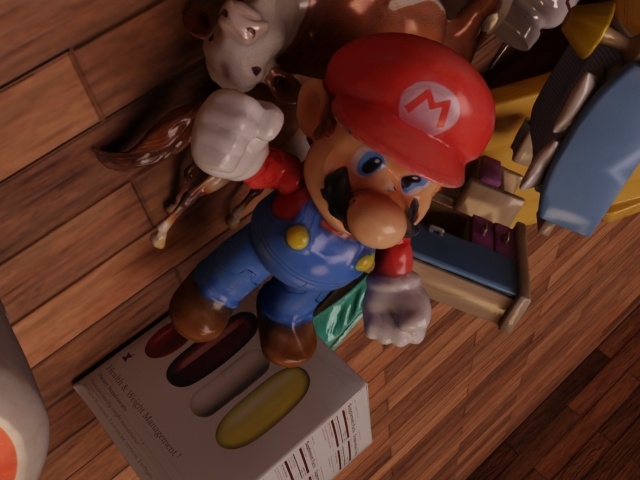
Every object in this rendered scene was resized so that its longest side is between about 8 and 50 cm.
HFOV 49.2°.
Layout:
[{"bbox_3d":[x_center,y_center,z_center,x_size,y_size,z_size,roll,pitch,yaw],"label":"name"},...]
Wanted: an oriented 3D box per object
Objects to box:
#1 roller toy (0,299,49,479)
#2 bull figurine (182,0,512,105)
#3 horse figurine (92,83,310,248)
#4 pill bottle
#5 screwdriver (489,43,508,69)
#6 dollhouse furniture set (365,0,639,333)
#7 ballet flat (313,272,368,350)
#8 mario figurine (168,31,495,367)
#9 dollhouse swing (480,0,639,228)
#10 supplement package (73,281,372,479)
[{"bbox_3d":[-0.277,0.104,0.417,0.209,0.146,0.191,-39,140,-6],"label":"roller toy"},{"bbox_3d":[0.042,-0.187,0.539,0.310,0.101,0.188,-6,141,-53],"label":"bull figurine"},{"bbox_3d":[-0.053,-0.072,0.592,0.174,0.066,0.263,-53,153,21],"label":"horse figurine"},{"bbox_3d":[0.234,-0.276,0.714,0.152,0.086,0.086,-53,149,6],"label":"pill bottle"},{"bbox_3d":[0.247,-0.271,0.807,0.170,0.024,0.025,-56,178,24],"label":"screwdriver"},{"bbox_3d":[0.159,-0.121,0.673,0.286,0.198,0.303,-69,-179,-56],"label":"dollhouse furniture set"},{"bbox_3d":[0.040,0.043,0.810,0.247,0.087,0.083,-45,-167,7],"label":"ballet flat"},{"bbox_3d":[0.000,0.000,0.491,0.198,0.170,0.320,-15,154,-41],"label":"mario figurine"},{"bbox_3d":[0.338,-0.210,0.950,0.347,0.304,0.315,60,32,-58],"label":"dollhouse swing"},{"bbox_3d":[-0.087,0.172,0.689,0.203,0.194,0.149,-37,148,-20],"label":"supplement package"}]
